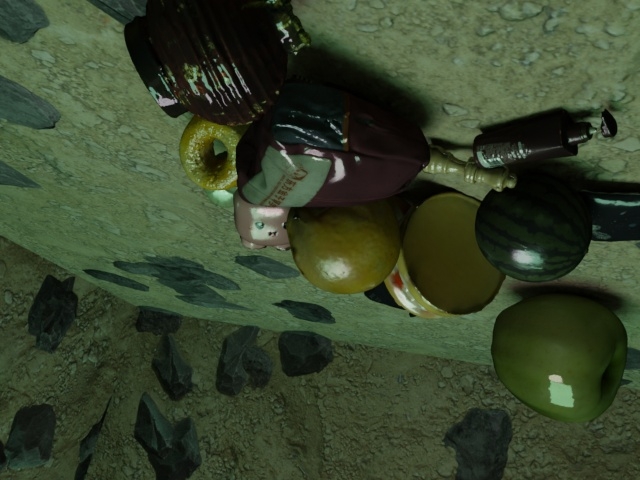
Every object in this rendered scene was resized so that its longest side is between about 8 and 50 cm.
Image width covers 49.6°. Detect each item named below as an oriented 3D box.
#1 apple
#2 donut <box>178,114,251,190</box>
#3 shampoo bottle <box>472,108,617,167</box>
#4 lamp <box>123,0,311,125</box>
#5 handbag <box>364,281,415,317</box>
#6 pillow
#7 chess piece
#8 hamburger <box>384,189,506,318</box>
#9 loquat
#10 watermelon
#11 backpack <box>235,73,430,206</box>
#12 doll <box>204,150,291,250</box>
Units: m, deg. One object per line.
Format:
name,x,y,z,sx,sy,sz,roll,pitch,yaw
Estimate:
apple,0.649,0.311,1.889,0.358,0.357,0.357,13,162,4
donut,-0.207,-0.174,1.364,0.162,0.065,0.178,27,122,8
shampoo bottle,0.361,-0.167,1.132,0.236,0.067,0.068,-5,162,45
lamp,-0.135,-0.275,0.946,0.247,0.246,0.247,13,162,4
handbag,0.275,0.111,1.821,0.275,0.177,0.302,16,161,-6
pillow,0.570,-0.046,1.341,0.141,0.055,0.208,4,158,20
chess piece,0.274,-0.130,1.262,0.172,0.060,0.060,18,164,23
hamburger,0.237,0.027,1.512,0.303,0.261,0.186,39,159,-15
loquat,0.048,-0.005,1.389,0.244,0.243,0.244,13,162,4
watermelon,0.398,-0.023,1.290,0.212,0.212,0.212,13,162,4
backpack,0.031,-0.161,1.195,0.317,0.197,0.283,3,167,-18
doll,-0.113,-0.106,1.526,0.284,0.216,0.268,0,138,-9
